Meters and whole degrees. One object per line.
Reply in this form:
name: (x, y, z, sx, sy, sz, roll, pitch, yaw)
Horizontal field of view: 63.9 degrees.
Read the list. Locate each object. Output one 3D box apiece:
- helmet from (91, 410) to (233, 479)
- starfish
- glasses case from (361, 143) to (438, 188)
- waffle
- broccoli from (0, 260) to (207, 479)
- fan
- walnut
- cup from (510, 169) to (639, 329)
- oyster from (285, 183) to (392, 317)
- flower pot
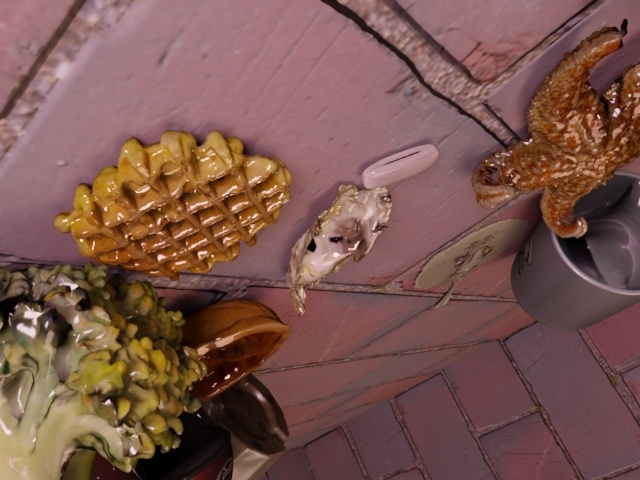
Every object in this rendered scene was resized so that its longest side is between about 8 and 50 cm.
helmet: (-0.220, 0.302, 0.672, 0.216, 0.193, 0.189, -8, -179, 11)
starfish: (0.320, -0.117, 0.565, 0.312, 0.113, 0.303, -3, 149, -35)
glasses case: (0.080, -0.074, 0.518, 0.083, 0.021, 0.032, -22, 159, -8)
waffle: (-0.109, -0.022, 0.424, 0.191, 0.038, 0.191, -21, 155, -10)
broccoli: (-0.201, 0.134, 0.432, 0.242, 0.273, 0.180, -22, -172, 22)
fan: (0.283, 0.066, 1.017, 0.233, 0.012, 0.414, -22, 156, -6)
walnut: (-0.144, 0.135, 0.652, 0.211, 0.087, 0.167, -33, 152, -2)
cup: (0.462, 0.040, 0.902, 0.205, 0.205, 0.312, -23, 157, -5)
oyster: (0.002, 0.002, 0.586, 0.106, 0.061, 0.200, 26, 124, -39)
flower pot: (-0.211, 0.356, 0.879, 0.259, 0.290, 0.290, -45, 152, 12)
